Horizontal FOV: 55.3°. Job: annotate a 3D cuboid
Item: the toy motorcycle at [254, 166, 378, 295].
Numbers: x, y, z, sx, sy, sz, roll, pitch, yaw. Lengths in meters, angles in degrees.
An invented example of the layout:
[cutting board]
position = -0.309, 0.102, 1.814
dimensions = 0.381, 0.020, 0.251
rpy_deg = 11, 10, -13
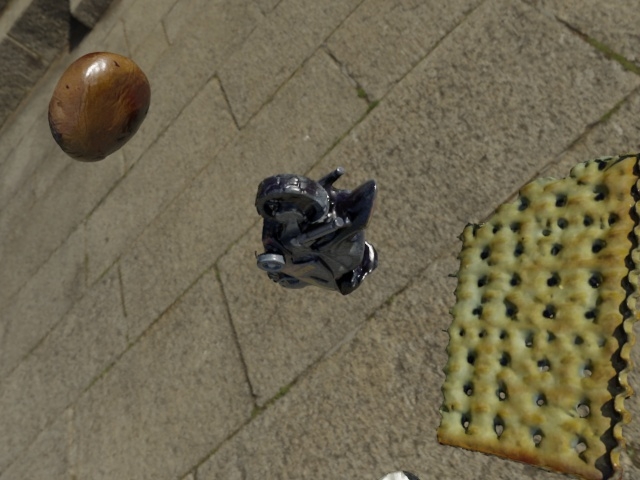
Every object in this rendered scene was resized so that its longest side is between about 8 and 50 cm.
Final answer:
[toy motorcycle]
position = 0.000, 0.000, 0.854
dimensions = 0.173, 0.307, 0.108
rpy_deg = 3, 64, 0

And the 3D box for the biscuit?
[biscuit]
position = 0.140, 0.046, 0.405
dimensions = 0.144, 0.016, 0.203
rpy_deg = -8, 67, 52

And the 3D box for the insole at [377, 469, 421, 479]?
[insole]
position = 0.088, 0.255, 0.424
dimensions = 0.010, 0.063, 0.192
rpy_deg = 104, 150, -56

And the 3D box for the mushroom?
[mushroom]
position = -0.231, -0.139, 0.654
dimensions = 0.052, 0.123, 0.123
rpy_deg = 30, 87, 24
